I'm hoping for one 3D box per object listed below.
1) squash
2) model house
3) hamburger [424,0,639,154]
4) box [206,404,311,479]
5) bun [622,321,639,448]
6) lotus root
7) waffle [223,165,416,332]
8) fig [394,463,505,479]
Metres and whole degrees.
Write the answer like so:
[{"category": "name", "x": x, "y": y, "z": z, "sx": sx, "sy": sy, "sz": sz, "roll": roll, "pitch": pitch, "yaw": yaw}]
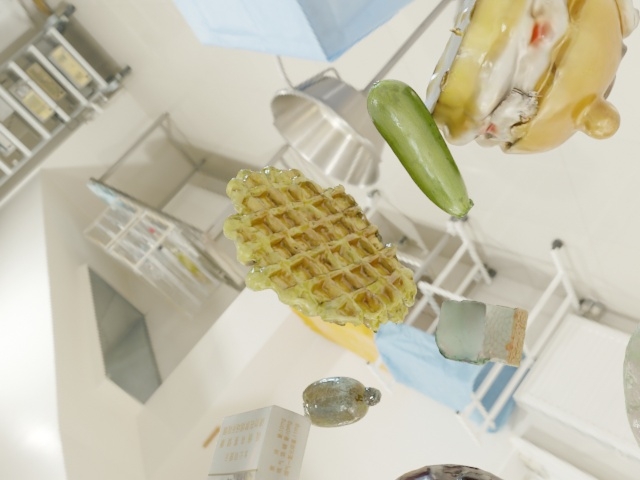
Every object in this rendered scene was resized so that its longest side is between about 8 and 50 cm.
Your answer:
[{"category": "squash", "x": 0.127, "y": -0.114, "z": 0.823, "sx": 0.201, "sy": 0.066, "sz": 0.066, "roll": 54, "pitch": 161, "yaw": -8}, {"category": "model house", "x": 0.231, "y": 0.132, "z": 0.928, "sx": 0.100, "sy": 0.087, "sz": 0.101, "roll": 13, "pitch": 173, "yaw": -29}, {"category": "hamburger", "x": 0.274, "y": -0.232, "z": 0.859, "sx": 0.237, "sy": 0.276, "sz": 0.276, "roll": 22, "pitch": 162, "yaw": 1}, {"category": "box", "x": -0.096, "y": 0.333, "z": 0.820, "sx": 0.067, "sy": 0.233, "sz": 0.149, "roll": 25, "pitch": 149, "yaw": -21}, {"category": "bun", "x": 0.523, "y": 0.186, "z": 0.798, "sx": 0.293, "sy": 0.293, "sz": 0.187, "roll": 34, "pitch": -178, "yaw": 20}, {"category": "lotus root", "x": 0.047, "y": 0.367, "z": 1.508, "sx": 0.192, "sy": 0.113, "sz": 0.088, "roll": -13, "pitch": 172, "yaw": 22}, {"category": "waffle", "x": -0.002, "y": 0.003, "z": 0.984, "sx": 0.307, "sy": 0.312, "sz": 0.060, "roll": 13, "pitch": 132, "yaw": -27}, {"category": "fig", "x": 0.109, "y": 0.285, "z": 0.496, "sx": 0.204, "sy": 0.186, "sz": 0.249, "roll": 17, "pitch": -175, "yaw": 9}]
